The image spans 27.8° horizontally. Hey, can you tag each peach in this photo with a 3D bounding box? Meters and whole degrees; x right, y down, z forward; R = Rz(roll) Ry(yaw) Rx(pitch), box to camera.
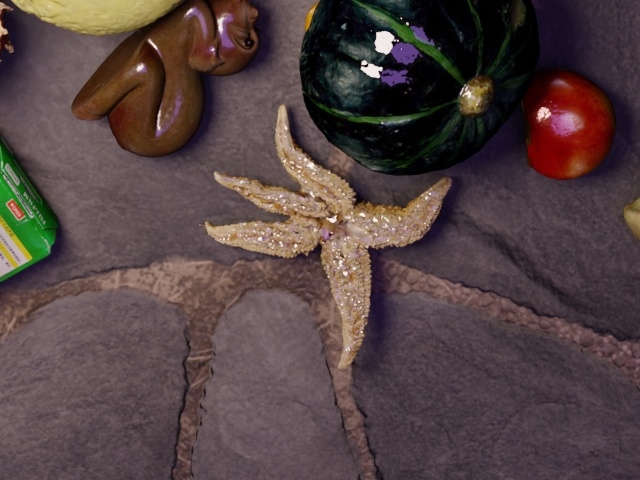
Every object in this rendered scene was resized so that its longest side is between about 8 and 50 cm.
[{"bbox_3d":[0.329,-0.165,1.722,0.151,0.151,0.118,-2,153,-6],"label":"peach"}]

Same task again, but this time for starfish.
[{"bbox_3d":[-0.019,-0.019,1.742,0.293,0.084,0.301,28,100,-10],"label":"starfish"}]

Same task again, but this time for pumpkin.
[{"bbox_3d":[0.130,-0.219,1.571,0.315,0.238,0.315,-27,137,-28],"label":"pumpkin"}]

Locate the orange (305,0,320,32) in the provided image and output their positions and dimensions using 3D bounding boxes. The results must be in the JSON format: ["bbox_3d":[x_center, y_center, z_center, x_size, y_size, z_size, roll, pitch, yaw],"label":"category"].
[{"bbox_3d":[0.020,-0.273,1.666,0.083,0.070,0.083,-1,113,-3],"label":"orange"}]

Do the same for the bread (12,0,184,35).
[{"bbox_3d":[-0.252,-0.400,1.503,0.320,0.237,0.321,-1,101,-7],"label":"bread"}]

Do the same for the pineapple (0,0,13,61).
[{"bbox_3d":[-0.515,-0.195,1.552,0.262,0.272,0.262,9,63,-18],"label":"pineapple"}]

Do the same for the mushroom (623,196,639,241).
[{"bbox_3d":[0.601,-0.040,1.751,0.292,0.212,0.217,-41,100,1],"label":"mushroom"}]

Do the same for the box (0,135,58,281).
[{"bbox_3d":[-0.483,-0.014,1.668,0.250,0.103,0.180,-28,119,4],"label":"box"}]

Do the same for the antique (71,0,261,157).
[{"bbox_3d":[-0.180,-0.215,1.639,0.143,0.121,0.257,38,101,-24],"label":"antique"}]
